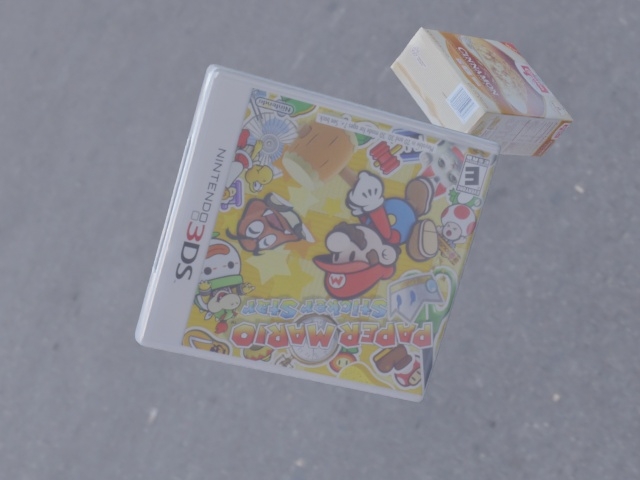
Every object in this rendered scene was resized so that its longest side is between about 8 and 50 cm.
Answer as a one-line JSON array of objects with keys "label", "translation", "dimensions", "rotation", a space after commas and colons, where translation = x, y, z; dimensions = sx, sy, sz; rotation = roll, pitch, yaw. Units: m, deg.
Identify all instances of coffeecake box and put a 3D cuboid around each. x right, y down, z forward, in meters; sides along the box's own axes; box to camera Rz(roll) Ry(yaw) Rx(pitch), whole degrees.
[{"label": "coffeecake box", "translation": [0.197, -0.176, 1.604], "dimensions": [0.068, 0.185, 0.142], "rotation": [-51, 59, 31]}]

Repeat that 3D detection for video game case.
[{"label": "video game case", "translation": [0.000, 0.000, 0.971], "dimensions": [0.026, 0.227, 0.206], "rotation": [-139, 64, -70]}]
